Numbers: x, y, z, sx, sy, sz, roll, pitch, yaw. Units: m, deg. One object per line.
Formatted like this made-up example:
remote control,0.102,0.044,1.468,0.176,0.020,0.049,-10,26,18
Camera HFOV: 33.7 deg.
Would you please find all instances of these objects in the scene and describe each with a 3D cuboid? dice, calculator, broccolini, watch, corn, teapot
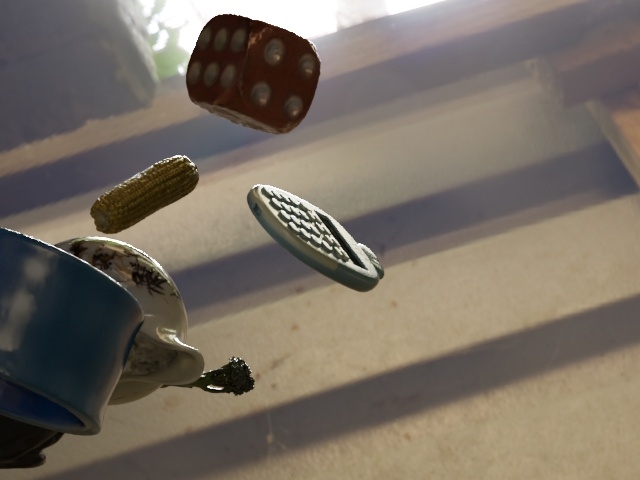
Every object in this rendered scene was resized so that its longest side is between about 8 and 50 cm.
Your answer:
dice,-0.121,-0.290,1.855,0.175,0.179,0.174,19,-87,43
calculator,0.000,0.000,1.620,0.042,0.303,0.188,-47,-131,12
broccolini,-0.207,0.223,1.765,0.216,0.058,0.067,-1,-165,34
watch,-0.302,0.067,0.998,0.305,0.275,0.241,-25,-139,63
corn,-0.302,-0.082,1.830,0.080,0.080,0.238,19,-145,34
teapot,-0.281,0.102,1.231,0.300,0.208,0.166,0,-145,-3

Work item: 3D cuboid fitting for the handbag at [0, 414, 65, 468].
handbag,-0.469,0.240,1.490,0.302,0.178,0.275,0,-144,46
